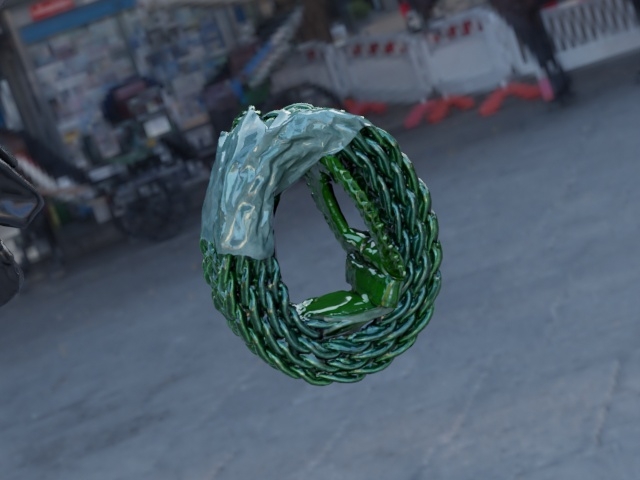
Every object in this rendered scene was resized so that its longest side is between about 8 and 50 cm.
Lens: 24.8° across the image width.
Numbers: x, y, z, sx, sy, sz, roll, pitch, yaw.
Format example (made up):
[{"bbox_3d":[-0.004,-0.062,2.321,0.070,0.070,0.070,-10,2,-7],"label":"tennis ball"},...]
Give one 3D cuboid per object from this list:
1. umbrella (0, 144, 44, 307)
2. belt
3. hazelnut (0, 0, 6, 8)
[{"bbox_3d":[-0.253,-0.068,0.846,0.122,0.272,0.110,-26,29,3],"label":"umbrella"},{"bbox_3d":[0.000,0.000,0.760,0.121,0.151,0.079,-14,10,-11],"label":"belt"},{"bbox_3d":[-0.205,-0.121,0.490,0.210,0.186,0.210,-33,36,28],"label":"hazelnut"}]
